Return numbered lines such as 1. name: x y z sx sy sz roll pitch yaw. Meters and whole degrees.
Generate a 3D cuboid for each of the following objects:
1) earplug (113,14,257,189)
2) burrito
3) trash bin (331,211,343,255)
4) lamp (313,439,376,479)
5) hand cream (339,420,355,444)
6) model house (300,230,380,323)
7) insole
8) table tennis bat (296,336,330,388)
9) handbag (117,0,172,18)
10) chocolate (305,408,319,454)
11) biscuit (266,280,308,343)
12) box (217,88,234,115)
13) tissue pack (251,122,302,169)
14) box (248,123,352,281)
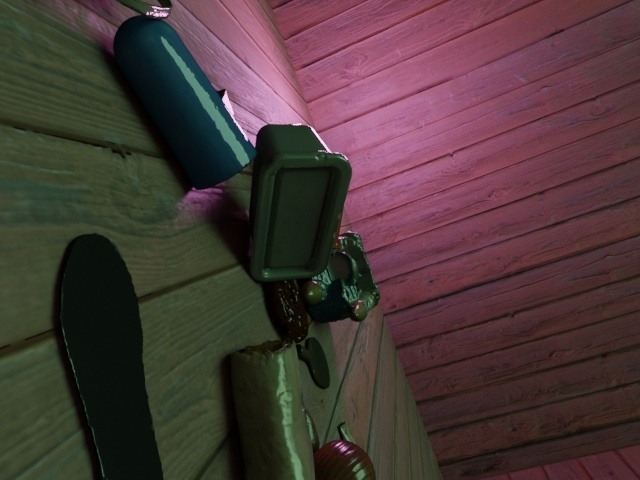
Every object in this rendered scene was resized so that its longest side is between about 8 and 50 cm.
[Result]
1. earplug: -0.233 -0.233 0.679 0.273 0.132 0.132 60 15 -28
2. burrito: -0.072 0.274 0.618 0.143 0.105 0.299 70 5 -57
3. trash bin: -0.022 -0.084 1.076 0.184 0.161 0.239 3 101 -64
4. lamp: 0.037 0.446 0.756 0.136 0.136 0.136 -20 90 -79
5. hand cream: 0.085 0.548 1.054 0.143 0.039 0.061 68 13 16
6. model house: 0.040 0.125 1.188 0.325 0.194 0.267 -11 82 -75
7. insole: -0.212 0.137 0.416 0.110 0.012 0.310 23 48 -76
8. table tennis bat: -0.018 0.303 1.030 0.234 0.022 0.131 57 19 -57
9. handbag: -0.306 -0.402 0.559 0.219 0.079 0.256 43 19 -14
10. chocolate: -0.024 0.387 0.827 0.064 0.031 0.101 46 25 -74
11. biscuit: -0.074 0.147 0.951 0.192 0.049 0.192 -17 90 -81
12. box: -0.237 -0.299 0.929 0.085 0.060 0.063 -95 170 -52
13. tissue pack: -0.095 -0.255 1.203 0.125 0.159 0.234 44 17 -7
14. box: -0.068 -0.085 0.845 0.182 0.175 0.312 -114 -152 -42
